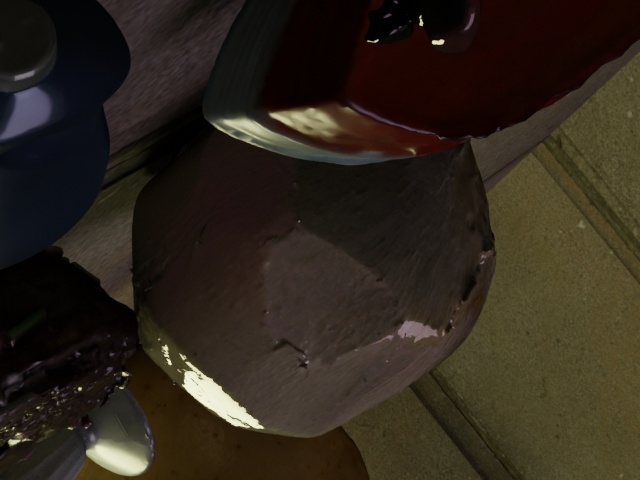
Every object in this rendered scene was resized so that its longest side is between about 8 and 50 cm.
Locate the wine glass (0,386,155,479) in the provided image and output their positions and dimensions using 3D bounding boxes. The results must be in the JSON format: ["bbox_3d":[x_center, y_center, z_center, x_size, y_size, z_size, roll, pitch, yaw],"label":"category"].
[{"bbox_3d":[-0.240,0.192,1.373,0.196,0.165,0.165,-40,176,-34],"label":"wine glass"}]

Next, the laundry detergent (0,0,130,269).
[{"bbox_3d":[-0.127,-0.047,0.698,0.097,0.061,0.206,-28,170,-18],"label":"laundry detergent"}]

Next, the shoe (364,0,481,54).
[{"bbox_3d":[0.116,-0.185,0.734,0.291,0.137,0.114,-39,175,-4],"label":"shoe"}]

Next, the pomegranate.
[{"bbox_3d":[-0.137,0.286,1.701,0.410,0.410,0.410,-38,174,-5],"label":"pomegranate"}]

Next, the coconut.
[{"bbox_3d":[0.001,0.002,1.090,0.230,0.227,0.227,-41,173,33],"label":"coconut"}]

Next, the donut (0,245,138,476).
[{"bbox_3d":[-0.229,0.104,1.025,0.270,0.103,0.270,-36,172,-5],"label":"donut"}]

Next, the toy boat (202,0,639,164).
[{"bbox_3d":[0.077,-0.140,0.913,0.332,0.145,0.133,-34,-159,-29],"label":"toy boat"}]
